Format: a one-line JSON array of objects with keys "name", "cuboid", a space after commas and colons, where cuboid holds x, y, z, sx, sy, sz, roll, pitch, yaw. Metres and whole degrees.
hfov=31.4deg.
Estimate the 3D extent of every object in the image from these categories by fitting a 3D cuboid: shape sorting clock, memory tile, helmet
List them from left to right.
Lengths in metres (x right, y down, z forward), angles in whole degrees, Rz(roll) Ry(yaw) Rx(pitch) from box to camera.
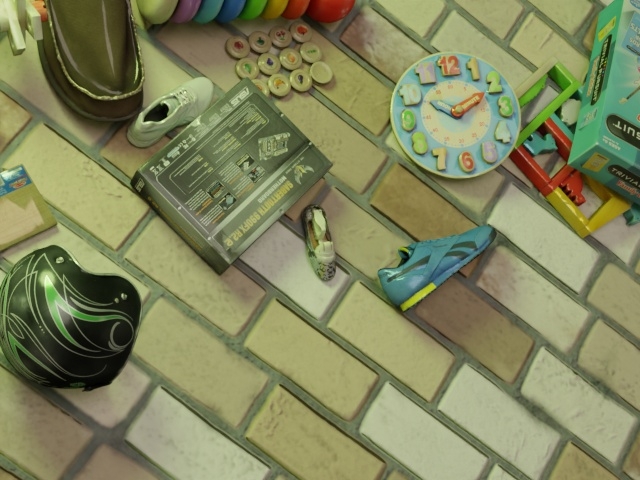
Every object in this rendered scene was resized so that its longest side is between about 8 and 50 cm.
[{"name": "helmet", "cuboid": [-0.320, 0.096, 1.404, 0.161, 0.169, 0.169, 22, 65, -31]}, {"name": "memory tile", "cuboid": [-0.061, -0.269, 1.712, 0.148, 0.012, 0.113, -19, 80, -26]}, {"name": "shape sorting clock", "cuboid": [0.209, -0.195, 1.757, 0.206, 0.040, 0.206, 2, 73, -6]}]

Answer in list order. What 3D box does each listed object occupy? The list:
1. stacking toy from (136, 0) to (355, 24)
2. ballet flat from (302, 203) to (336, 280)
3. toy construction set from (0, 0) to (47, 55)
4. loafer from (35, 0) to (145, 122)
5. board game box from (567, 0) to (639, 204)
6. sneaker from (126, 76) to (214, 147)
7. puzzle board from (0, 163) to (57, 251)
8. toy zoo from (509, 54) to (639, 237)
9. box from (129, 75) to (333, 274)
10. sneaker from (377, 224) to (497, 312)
[{"name": "stacking toy", "cuboid": [-0.097, -0.372, 1.677, 0.330, 0.141, 0.141, 2, 71, -26]}, {"name": "ballet flat", "cuboid": [0.000, 0.000, 1.628, 0.041, 0.041, 0.114, -9, 76, -23]}, {"name": "toy construction set", "cuboid": [-0.518, -0.322, 1.447, 0.327, 0.215, 0.151, -1, 105, -30]}, {"name": "loafer", "cuboid": [-0.330, -0.338, 1.565, 0.133, 0.130, 0.366, -15, 78, -25]}, {"name": "board game box", "cuboid": [0.555, -0.212, 1.865, 0.253, 0.079, 0.336, 27, 58, -14]}, {"name": "sneaker", "cuboid": [-0.203, -0.186, 1.602, 0.054, 0.061, 0.152, 48, 61, 2]}, {"name": "puzzle board", "cuboid": [-0.424, -0.035, 1.493, 0.128, 0.011, 0.096, -29, 83, -27]}, {"name": "toy zoo", "cuboid": [0.415, -0.138, 1.840, 0.192, 0.030, 0.293, -41, 89, -27]}, {"name": "box", "cuboid": [-0.122, -0.094, 1.604, 0.183, 0.056, 0.231, 45, 63, -2]}, {"name": "sneaker", "cuboid": [0.172, 0.020, 1.672, 0.209, 0.069, 0.082, -34, 83, -27]}]
